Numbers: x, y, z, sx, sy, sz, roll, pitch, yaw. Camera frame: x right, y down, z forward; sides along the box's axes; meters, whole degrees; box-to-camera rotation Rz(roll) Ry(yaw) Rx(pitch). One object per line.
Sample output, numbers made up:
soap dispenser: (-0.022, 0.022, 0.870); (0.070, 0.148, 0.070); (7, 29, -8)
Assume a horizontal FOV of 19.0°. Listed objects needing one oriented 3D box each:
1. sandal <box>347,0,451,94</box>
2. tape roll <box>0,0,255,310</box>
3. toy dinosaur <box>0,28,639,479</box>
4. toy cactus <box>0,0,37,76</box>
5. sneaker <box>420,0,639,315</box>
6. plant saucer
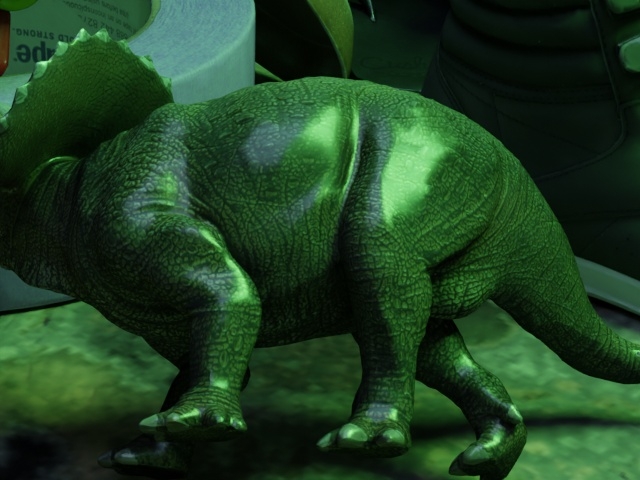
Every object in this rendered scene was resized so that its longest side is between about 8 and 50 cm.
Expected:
sandal: (0.047, -0.133, 1.053); (0.097, 0.054, 0.254); (-2, 27, -9)
tape roll: (-0.167, -0.069, 0.876); (0.274, 0.090, 0.275); (1, 28, -1)
toy dinosaur: (0.000, 0.000, 0.667); (0.313, 0.160, 0.121); (0, -17, -3)
toy cactus: (-0.147, -0.178, 0.815); (0.112, 0.180, 0.219); (12, 26, -26)
sneaker: (0.166, -0.046, 0.790); (0.295, 0.147, 0.104); (18, 29, 26)
plant saucer: (-0.041, -0.141, 0.952); (0.029, 0.168, 0.168); (-47, 45, -13)
